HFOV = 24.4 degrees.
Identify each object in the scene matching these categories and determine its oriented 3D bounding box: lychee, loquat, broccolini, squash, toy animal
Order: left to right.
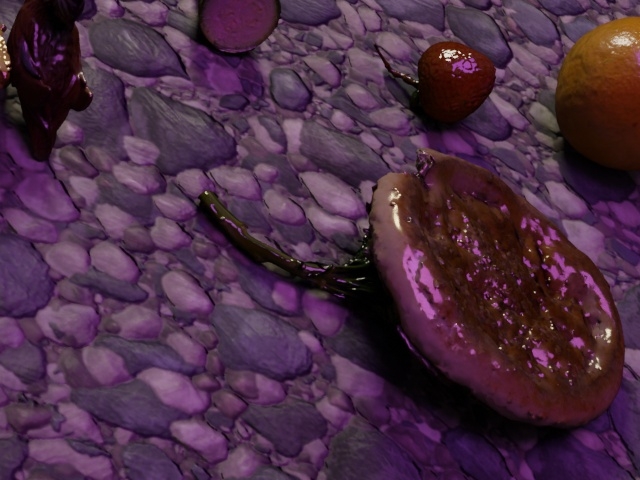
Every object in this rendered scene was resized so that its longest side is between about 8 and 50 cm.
[{"bbox_3d":[-0.283,-0.184,1.554,0.089,0.179,0.188,0,79,-30],"label":"toy animal"},{"bbox_3d":[-0.114,-0.308,1.844,0.105,0.105,0.132,11,29,-25],"label":"squash"},{"bbox_3d":[-0.008,-0.003,1.657,0.271,0.062,0.123,28,33,-5],"label":"broccolini"},{"bbox_3d":[0.160,-0.210,1.920,0.101,0.140,0.114,-14,100,-45],"label":"lychee"},{"bbox_3d":[0.420,-0.198,1.999,0.208,0.208,0.208,18,45,-19],"label":"loquat"}]

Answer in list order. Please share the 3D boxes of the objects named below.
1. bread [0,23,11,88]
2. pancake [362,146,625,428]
[{"bbox_3d":[-0.451,-0.189,1.468,0.260,0.147,0.160,11,38,-33],"label":"bread"},{"bbox_3d":[0.198,0.048,1.685,0.382,0.071,0.382,28,40,-27],"label":"pancake"}]
